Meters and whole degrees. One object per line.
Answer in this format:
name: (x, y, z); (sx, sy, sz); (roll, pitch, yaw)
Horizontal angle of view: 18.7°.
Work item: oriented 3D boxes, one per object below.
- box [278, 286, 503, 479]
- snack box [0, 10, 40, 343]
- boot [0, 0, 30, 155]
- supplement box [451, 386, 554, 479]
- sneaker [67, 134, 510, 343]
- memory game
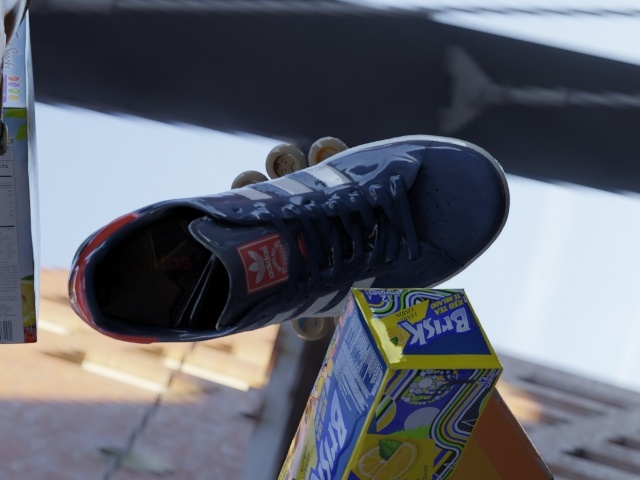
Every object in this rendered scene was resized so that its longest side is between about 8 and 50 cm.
box: (0.024, 0.099, 0.898); (0.054, 0.059, 0.169); (-112, 32, -43)
snack box: (-0.249, -0.052, 1.473); (0.174, 0.070, 0.207); (-102, 11, -56)
boot: (-0.179, -0.088, 0.910); (0.283, 0.109, 0.220); (112, 153, -65)
supplement box: (0.015, 0.167, 1.115); (0.233, 0.078, 0.080); (-33, 3, -3)
sneaker: (-0.024, 0.009, 1.466); (0.148, 0.350, 0.131); (-61, -46, -86)
memory game: (0.000, 0.000, 1.701); (0.012, 0.186, 0.186); (-67, -14, -74)
